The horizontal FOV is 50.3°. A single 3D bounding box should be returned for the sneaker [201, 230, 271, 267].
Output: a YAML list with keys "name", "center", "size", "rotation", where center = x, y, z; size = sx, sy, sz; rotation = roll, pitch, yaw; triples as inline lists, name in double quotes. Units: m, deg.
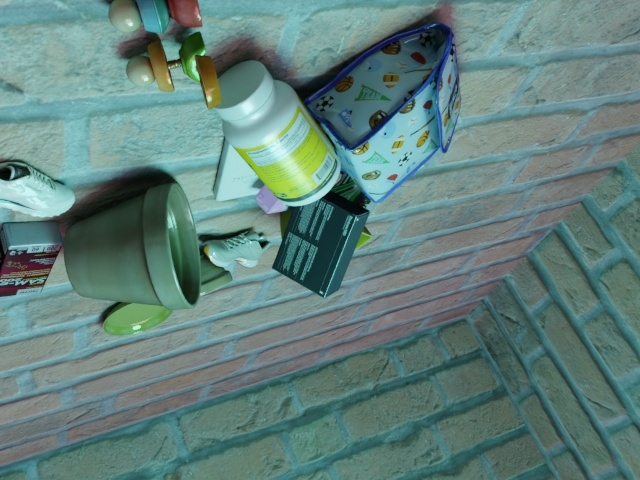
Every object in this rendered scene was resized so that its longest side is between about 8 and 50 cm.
- name: "sneaker"
  center: [-0.258, 0.012, 2.114]
  size: [0.121, 0.099, 0.262]
  rotation: [-45, 158, 21]

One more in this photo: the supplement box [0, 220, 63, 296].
- name: "supplement box"
  center: [-0.751, 0.050, 1.720]
  size: [0.130, 0.073, 0.239]
  rotation: [-5, 149, -39]

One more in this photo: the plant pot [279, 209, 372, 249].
- name: "plant pot"
  center: [-0.004, -0.047, 2.108]
  size: [0.212, 0.187, 0.212]
  rotation: [-35, 154, 21]

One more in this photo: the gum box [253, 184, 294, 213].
- name: "gum box"
  center: [-0.089, -0.141, 1.892]
  size: [0.107, 0.062, 0.188]
  rotation: [-50, 165, 24]

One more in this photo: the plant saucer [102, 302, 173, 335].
- name: "plant saucer"
  center: [-0.611, 0.243, 2.280]
  size: [0.241, 0.037, 0.241]
  rotation: [-20, 155, -10]

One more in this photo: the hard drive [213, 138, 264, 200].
- name: "hard drive"
  center: [-0.162, -0.222, 1.785]
  size: [0.203, 0.040, 0.307]
  rotation: [-14, 153, -25]

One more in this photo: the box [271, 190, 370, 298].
- name: "box"
  center: [0.000, 0.000, 1.899]
  size: [0.103, 0.184, 0.261]
  rotation: [-19, 134, -59]

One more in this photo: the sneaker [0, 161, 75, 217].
- name: "sneaker"
  center: [-0.638, -0.117, 1.491]
  size: [0.235, 0.090, 0.095]
  rotation: [6, 131, -52]

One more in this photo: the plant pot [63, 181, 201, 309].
- name: "plant pot"
  center: [-0.475, 0.034, 1.722]
  size: [0.281, 0.323, 0.323]
  rotation: [-10, 155, 2]

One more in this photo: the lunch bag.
- name: "lunch bag"
  center: [0.200, -0.325, 1.718]
  size: [0.385, 0.239, 0.328]
  rotation: [-41, 155, -3]

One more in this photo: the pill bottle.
- name: "pill bottle"
  center: [-0.103, -0.243, 1.561]
  size: [0.188, 0.187, 0.334]
  rotation: [-30, 136, 9]

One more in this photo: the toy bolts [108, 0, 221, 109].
- name: "toy bolts"
  center: [-0.289, -0.349, 1.252]
  size: [0.159, 0.218, 0.228]
  rotation: [-15, 136, -9]

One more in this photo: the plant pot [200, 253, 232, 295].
- name: "plant pot"
  center: [-0.397, 0.110, 2.084]
  size: [0.238, 0.109, 0.237]
  rotation: [-19, -174, 2]

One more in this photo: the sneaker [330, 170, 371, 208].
- name: "sneaker"
  center: [0.134, -0.216, 1.942]
  size: [0.343, 0.146, 0.134]
  rotation: [-49, 173, -3]
